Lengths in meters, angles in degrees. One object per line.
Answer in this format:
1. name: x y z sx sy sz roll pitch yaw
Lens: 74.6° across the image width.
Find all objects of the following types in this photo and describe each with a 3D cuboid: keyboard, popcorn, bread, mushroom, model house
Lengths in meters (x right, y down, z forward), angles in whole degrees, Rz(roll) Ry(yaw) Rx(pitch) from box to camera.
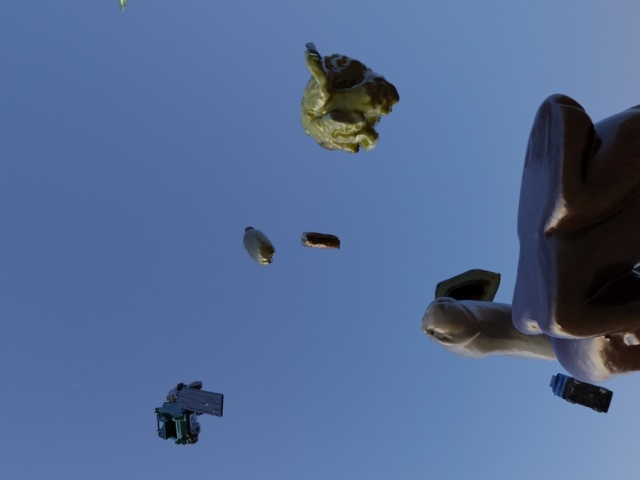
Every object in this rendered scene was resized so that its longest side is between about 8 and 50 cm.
1. keyboard: -0.285 0.386 1.008 0.010 0.155 0.053 14 -106 -52
2. popcorn: 0.066 -0.360 1.140 0.293 0.237 0.293 20 -143 -16
3. bread: 0.000 0.000 0.953 0.083 0.047 0.036 7 -84 -17
4. mushroom: 0.355 0.190 0.883 0.397 0.177 0.126 12 -96 -24
5. model house: 0.522 0.215 1.526 0.239 0.268 0.173 37 -146 -71

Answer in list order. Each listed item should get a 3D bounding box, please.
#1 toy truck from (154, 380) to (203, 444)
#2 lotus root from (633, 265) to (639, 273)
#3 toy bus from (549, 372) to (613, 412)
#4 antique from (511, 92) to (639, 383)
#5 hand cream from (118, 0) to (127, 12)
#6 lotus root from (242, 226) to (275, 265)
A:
1. toy truck: -0.395 0.481 1.180 0.116 0.216 0.110 -4 -84 -9
2. lotus root: 0.607 0.058 0.844 0.322 0.140 0.158 20 -107 -20
3. toy bus: 0.409 0.238 0.662 0.083 0.046 0.038 19 -92 -6
4. antique: 0.262 0.002 0.384 0.143 0.121 0.257 8 -96 8
5. hand cream: -0.193 -0.335 0.426 0.046 0.175 0.095 -14 -103 -39
6. lotus root: -0.216 0.014 1.427 0.077 0.183 0.090 2 -55 -41
